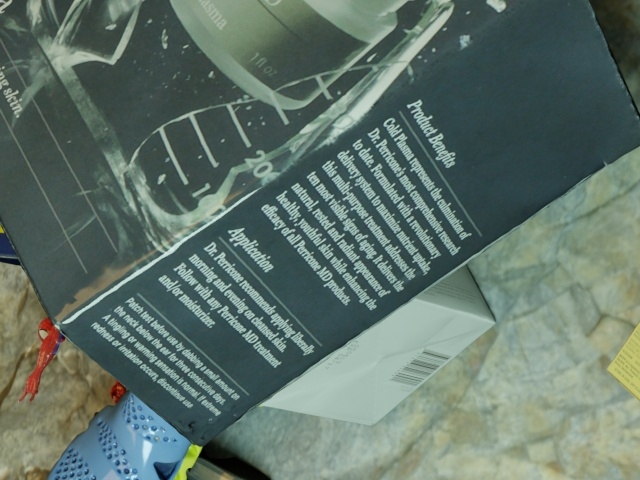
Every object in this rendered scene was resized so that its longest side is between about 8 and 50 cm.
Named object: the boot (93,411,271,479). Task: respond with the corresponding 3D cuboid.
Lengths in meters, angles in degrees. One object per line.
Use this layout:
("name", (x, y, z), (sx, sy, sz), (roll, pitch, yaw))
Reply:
("boot", (-0.173, 0.311, 1.955), (0.263, 0.091, 0.229), (24, 96, 41))

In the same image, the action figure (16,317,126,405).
("action figure", (-0.215, 0.127, 2.030), (0.280, 0.091, 0.139), (0, 68, 43))

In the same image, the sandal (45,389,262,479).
("sandal", (-0.151, 0.155, 1.857), (0.317, 0.138, 0.126), (-44, 57, -7))

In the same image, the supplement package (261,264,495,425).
("supplement package", (0.000, 0.000, 1.807), (0.177, 0.175, 0.293), (-42, 56, 26))

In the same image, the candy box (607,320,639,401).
("candy box", (0.326, 0.051, 1.544), (0.053, 0.109, 0.186), (46, 111, 38))

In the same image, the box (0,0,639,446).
("box", (-0.064, -0.174, 1.617), (0.472, 0.297, 0.480), (-34, 58, 2))

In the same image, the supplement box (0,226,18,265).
("supplement box", (-0.251, -0.141, 2.048), (0.195, 0.194, 0.356), (3, 83, 48))
